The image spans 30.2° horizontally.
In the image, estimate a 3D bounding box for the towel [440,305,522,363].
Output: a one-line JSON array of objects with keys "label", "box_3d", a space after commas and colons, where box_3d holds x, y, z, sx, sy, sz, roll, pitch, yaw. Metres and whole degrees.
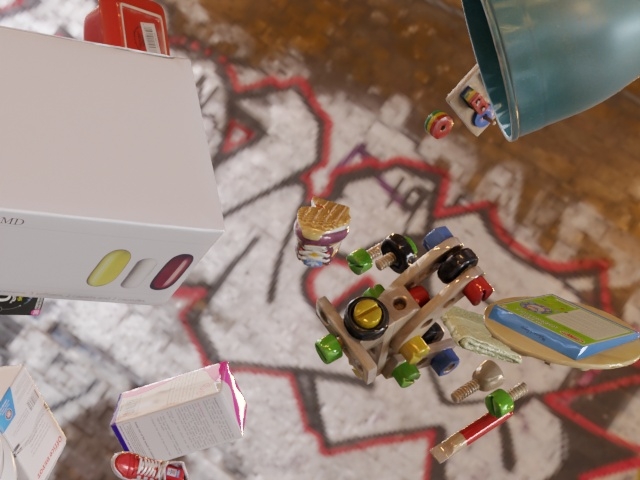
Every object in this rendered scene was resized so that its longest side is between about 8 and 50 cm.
[{"label": "towel", "box_3d": [0.264, 0.153, 1.964, 0.148, 0.027, 0.110, 18, 26, -32]}]

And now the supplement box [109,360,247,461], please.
[{"label": "supplement box", "box_3d": [-0.258, 0.321, 2.189, 0.111, 0.220, 0.114, -86, 155, -65]}]

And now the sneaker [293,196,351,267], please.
[{"label": "sneaker", "box_3d": [0.000, 0.000, 1.497, 0.070, 0.083, 0.185, 16, 12, 6]}]

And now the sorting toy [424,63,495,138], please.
[{"label": "sorting toy", "box_3d": [0.309, -0.263, 2.087, 0.046, 0.274, 0.132, 43, 1, 38]}]

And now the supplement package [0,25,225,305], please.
[{"label": "supplement package", "box_3d": [-0.246, -0.067, 1.079, 0.262, 0.204, 0.145, 6, -35, -31]}]

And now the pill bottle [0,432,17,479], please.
[{"label": "pill bottle", "box_3d": [-0.422, 0.283, 1.330, 0.162, 0.162, 0.278, 35, -30, 7]}]

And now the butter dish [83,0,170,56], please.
[{"label": "butter dish", "box_3d": [-0.317, -0.296, 1.846, 0.118, 0.160, 0.160, -14, -10, 31]}]

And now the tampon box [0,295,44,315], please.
[{"label": "tampon box", "box_3d": [-0.481, 0.033, 1.713, 0.161, 0.120, 0.101, 2, 46, -27]}]

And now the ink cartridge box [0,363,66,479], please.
[{"label": "ink cartridge box", "box_3d": [-0.555, 0.343, 2.152, 0.082, 0.139, 0.190, -7, -57, 19]}]

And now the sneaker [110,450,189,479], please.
[{"label": "sneaker", "box_3d": [-0.240, 0.330, 1.701, 0.067, 0.042, 0.118, -7, -25, 40]}]

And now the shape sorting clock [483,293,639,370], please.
[{"label": "shape sorting clock", "box_3d": [0.311, 0.118, 1.525, 0.206, 0.040, 0.206, 10, 17, -3]}]

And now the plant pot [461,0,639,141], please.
[{"label": "plant pot", "box_3d": [0.349, -0.302, 1.650, 0.271, 0.255, 0.271, -16, 90, -87]}]

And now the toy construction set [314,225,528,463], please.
[{"label": "toy construction set", "box_3d": [0.110, 0.158, 1.599, 0.308, 0.237, 0.257, 61, -26, 0]}]
